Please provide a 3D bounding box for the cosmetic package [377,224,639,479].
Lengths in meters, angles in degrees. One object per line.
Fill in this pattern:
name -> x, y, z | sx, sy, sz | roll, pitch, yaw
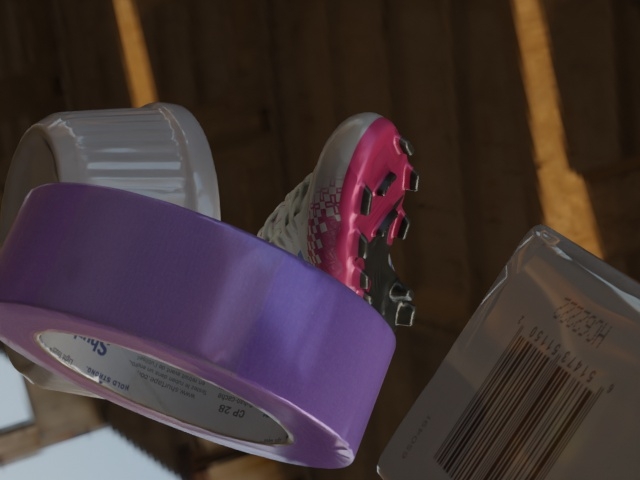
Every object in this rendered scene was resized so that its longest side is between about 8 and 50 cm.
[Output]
cosmetic package -> 0.275, 0.188, 0.791 | 0.161, 0.453, 0.230 | -57, -160, 3

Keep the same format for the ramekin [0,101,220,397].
ramekin -> -0.191, 0.010, 1.369 | 0.273, 0.127, 0.273 | -176, -90, -66

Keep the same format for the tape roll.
tape roll -> -0.091, 0.063, 1.087 | 0.275, 0.275, 0.090 | -17, -132, 65

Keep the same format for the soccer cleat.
soccer cleat -> 0.000, 0.000, 1.352 | 0.143, 0.116, 0.331 | 24, -30, 18
